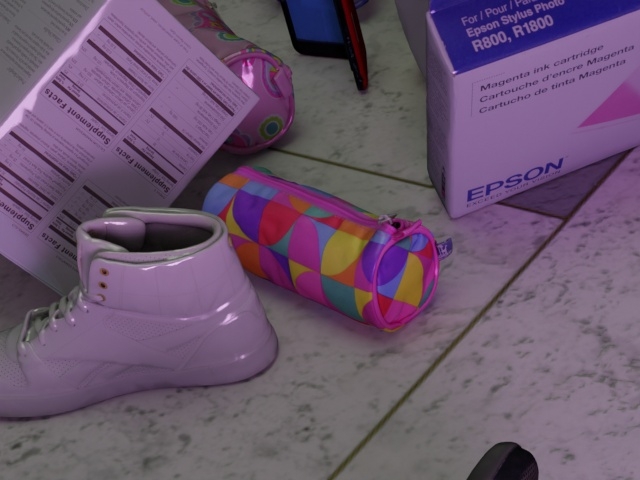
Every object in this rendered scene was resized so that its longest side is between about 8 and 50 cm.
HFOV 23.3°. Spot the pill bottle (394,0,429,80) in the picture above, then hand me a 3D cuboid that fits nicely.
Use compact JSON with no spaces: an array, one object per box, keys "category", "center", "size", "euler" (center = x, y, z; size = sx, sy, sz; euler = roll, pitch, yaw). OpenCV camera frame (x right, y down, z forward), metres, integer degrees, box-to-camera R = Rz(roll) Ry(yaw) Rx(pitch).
[{"category":"pill bottle","center":[0.279,-0.273,1.488],"size":[0.392,0.224,0.224],"euler":[-19,35,-11]}]

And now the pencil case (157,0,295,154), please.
[{"category":"pencil case","center":[-0.128,-0.194,1.668],"size":[0.124,0.124,0.284],"euler":[-25,34,-13]}]

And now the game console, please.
[{"category":"game console","center":[-0.005,-0.240,1.661],"size":[0.085,0.144,0.124],"euler":[-11,35,8]}]

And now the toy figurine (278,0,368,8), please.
[{"category":"toy figurine","center":[0.030,-0.342,1.812],"size":[0.362,0.217,0.191],"euler":[46,40,5]}]

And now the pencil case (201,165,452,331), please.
[{"category":"pencil case","center":[0.000,0.000,1.365],"size":[0.236,0.104,0.104],"euler":[19,47,41]}]

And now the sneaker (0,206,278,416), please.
[{"category":"sneaker","center":[-0.198,0.050,1.314],"size":[0.292,0.169,0.108],"euler":[-11,37,9]}]

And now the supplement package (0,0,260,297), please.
[{"category":"supplement package","center":[-0.242,-0.120,1.461],"size":[0.262,0.198,0.199],"euler":[-50,40,-1]}]

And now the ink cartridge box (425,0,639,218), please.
[{"category":"ink cartridge box","center":[0.247,-0.173,1.319],"size":[0.324,0.330,0.071],"euler":[-21,64,-7]}]

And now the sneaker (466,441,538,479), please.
[{"category":"sneaker","center":[0.138,0.231,1.001],"size":[0.130,0.087,0.227],"euler":[1,41,20]}]
